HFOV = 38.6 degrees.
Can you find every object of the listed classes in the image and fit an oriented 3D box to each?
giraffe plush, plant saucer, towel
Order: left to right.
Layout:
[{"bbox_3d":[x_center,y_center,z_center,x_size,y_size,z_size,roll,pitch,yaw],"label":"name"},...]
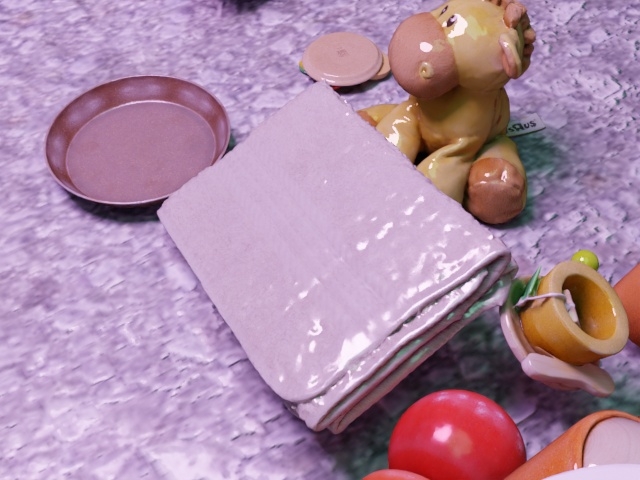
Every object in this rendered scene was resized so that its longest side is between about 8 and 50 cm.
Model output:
[{"bbox_3d":[-0.165,-0.087,0.834,0.168,0.029,0.168,-1,49,1],"label":"plant saucer"},{"bbox_3d":[0.000,0.000,0.685,0.187,0.049,0.282,-38,46,-1],"label":"towel"},{"bbox_3d":[0.115,-0.126,0.764,0.210,0.170,0.181,-32,56,-22],"label":"giraffe plush"}]

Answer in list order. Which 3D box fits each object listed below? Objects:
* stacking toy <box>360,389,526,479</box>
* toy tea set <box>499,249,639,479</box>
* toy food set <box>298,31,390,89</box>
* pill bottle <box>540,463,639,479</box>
[{"bbox_3d":[0.022,0.212,0.520,0.141,0.141,0.330,23,50,20],"label":"stacking toy"},{"bbox_3d":[0.214,0.098,0.563,0.200,0.124,0.336,28,47,-18],"label":"toy tea set"},{"bbox_3d":[0.022,-0.179,0.909,0.083,0.020,0.082,-32,56,-22],"label":"toy food set"},{"bbox_3d":[0.132,0.239,0.367,0.160,0.283,0.160,-10,30,6],"label":"pill bottle"}]
